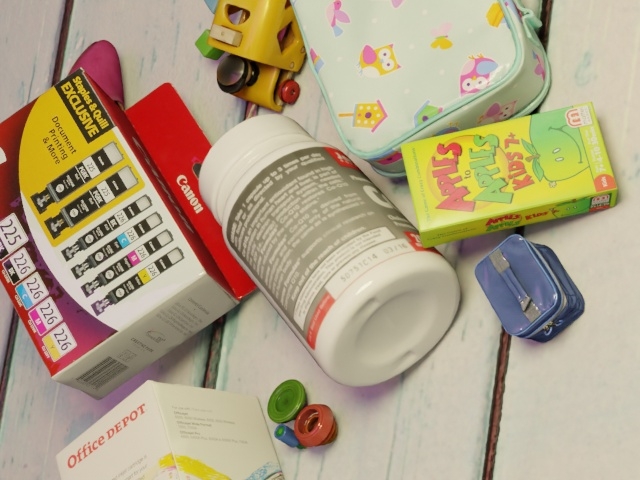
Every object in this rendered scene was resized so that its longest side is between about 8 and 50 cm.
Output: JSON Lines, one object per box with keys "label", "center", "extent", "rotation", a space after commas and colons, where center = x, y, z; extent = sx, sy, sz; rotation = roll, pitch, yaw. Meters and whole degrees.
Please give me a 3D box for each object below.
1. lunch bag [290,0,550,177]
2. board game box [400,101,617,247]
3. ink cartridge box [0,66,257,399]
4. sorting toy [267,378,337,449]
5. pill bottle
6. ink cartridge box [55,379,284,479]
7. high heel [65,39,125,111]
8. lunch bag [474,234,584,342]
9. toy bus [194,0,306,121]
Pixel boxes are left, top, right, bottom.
{"label": "lunch bag", "center": [0.101, -0.211, 1.256], "extent": [0.224, 0.108, 0.279], "rotation": [-27, 64, 15]}
{"label": "board game box", "center": [0.173, -0.060, 1.151], "extent": [0.181, 0.043, 0.092], "rotation": [-12, 68, 4]}
{"label": "ink cartridge box", "center": [-0.235, -0.028, 1.413], "extent": [0.272, 0.130, 0.309], "rotation": [-35, 67, 1]}
{"label": "sorting toy", "center": [-0.017, 0.193, 1.321], "extent": [0.061, 0.042, 0.102], "rotation": [-53, 37, -2]}
{"label": "pill bottle", "center": [0.000, 0.000, 1.268], "extent": [0.161, 0.161, 0.283], "rotation": [-54, 50, 17]}
{"label": "ink cartridge box", "center": [-0.144, 0.293, 1.314], "extent": [0.171, 0.168, 0.232], "rotation": [-38, 57, 28]}
{"label": "high heel", "center": [-0.243, -0.083, 1.573], "extent": [0.181, 0.127, 0.377], "rotation": [1, 73, 11]}
{"label": "lunch bag", "center": [0.192, 0.048, 1.151], "extent": [0.067, 0.065, 0.098], "rotation": [-45, 53, 24]}
{"label": "toy bus", "center": [-0.077, -0.231, 1.417], "extent": [0.191, 0.104, 0.202], "rotation": [-31, 70, 29]}
